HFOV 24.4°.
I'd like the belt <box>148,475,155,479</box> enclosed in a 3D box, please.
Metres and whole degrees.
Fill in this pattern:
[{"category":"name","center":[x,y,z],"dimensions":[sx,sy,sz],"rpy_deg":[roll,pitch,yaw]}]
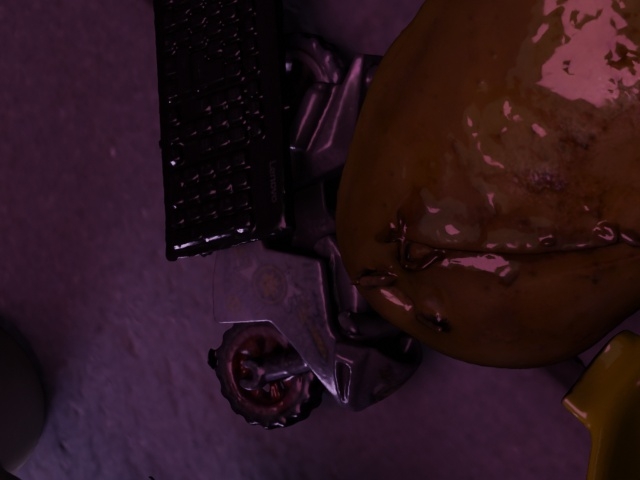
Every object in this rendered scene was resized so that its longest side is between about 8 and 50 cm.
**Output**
[{"category":"belt","center":[-0.037,0.259,0.733],"dimensions":[0.207,0.160,0.295],"rpy_deg":[-32,106,1]}]

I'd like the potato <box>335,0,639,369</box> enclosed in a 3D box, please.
[{"category":"potato","center":[0.122,-0.073,0.655],"dimensions":[0.173,0.140,0.300],"rpy_deg":[37,110,16]}]

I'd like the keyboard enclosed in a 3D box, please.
[{"category":"keyboard","center":[-0.054,-0.117,0.783],"dimensions":[0.087,0.017,0.250],"rpy_deg":[-14,71,32]}]

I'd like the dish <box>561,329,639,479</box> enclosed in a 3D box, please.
[{"category":"dish","center":[0.232,0.132,0.612],"dimensions":[0.262,0.108,0.221],"rpy_deg":[-2,74,12]}]

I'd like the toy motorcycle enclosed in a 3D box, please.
[{"category":"toy motorcycle","center":[0.000,0.000,0.781],"dimensions":[0.122,0.080,0.215],"rpy_deg":[10,98,30]}]

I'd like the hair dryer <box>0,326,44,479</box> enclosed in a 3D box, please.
[{"category":"hair dryer","center":[-0.155,0.184,0.864],"dimensions":[0.362,0.203,0.128],"rpy_deg":[30,108,4]}]
